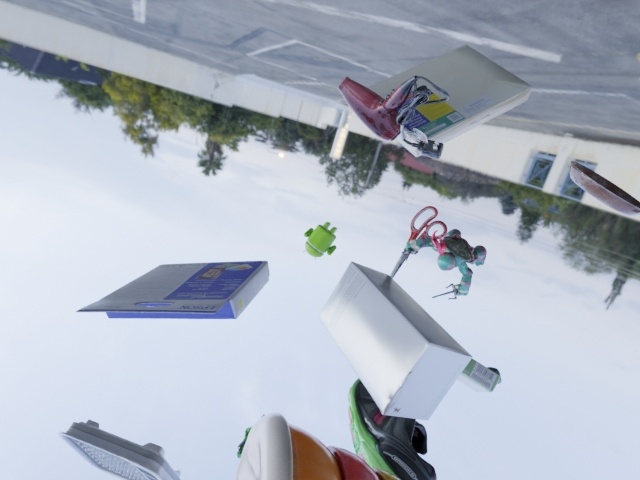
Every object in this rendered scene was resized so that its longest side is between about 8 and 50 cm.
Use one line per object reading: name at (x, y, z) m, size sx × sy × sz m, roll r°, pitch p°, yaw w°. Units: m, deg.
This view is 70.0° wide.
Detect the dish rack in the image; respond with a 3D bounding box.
dish rack at (-0.530, 0.603, 1.263) m, size 0.333 × 0.285 × 0.072 m, roll 11°, pitch -133°, yaw 16°

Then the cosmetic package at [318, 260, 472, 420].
cosmetic package at (0.160, 0.230, 1.115) m, size 0.155 × 0.196 × 0.365 m, roll 22°, pitch -164°, yaw -33°

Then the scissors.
scissors at (0.277, 0.016, 1.452) m, size 0.109 × 0.297 × 0.021 m, roll 50°, pitch -150°, yaw 13°

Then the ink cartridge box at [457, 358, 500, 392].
ink cartridge box at (0.375, 0.356, 1.279) m, size 0.171 × 0.056 × 0.235 m, roll 31°, pitch 162°, yaw 9°

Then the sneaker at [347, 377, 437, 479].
sneaker at (0.198, 0.568, 1.330) m, size 0.203 × 0.185 × 0.482 m, roll -8°, pitch -162°, yaw -6°

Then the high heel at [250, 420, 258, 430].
high heel at (-0.067, 0.549, 1.106) m, size 0.186 × 0.261 × 0.093 m, roll 29°, pitch -118°, yaw 33°

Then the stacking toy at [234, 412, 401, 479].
stacking toy at (0.077, 0.531, 0.851) m, size 0.481 × 0.350 × 0.350 m, roll 13°, pitch -165°, yaw -13°

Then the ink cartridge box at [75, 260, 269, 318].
ink cartridge box at (-0.303, 0.122, 1.015) m, size 0.304 × 0.072 × 0.307 m, roll -1°, pitch -163°, yaw 13°

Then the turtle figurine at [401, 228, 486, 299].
turtle figurine at (0.298, 0.042, 1.048) m, size 0.175 × 0.118 × 0.234 m, roll 54°, pitch -143°, yaw 11°

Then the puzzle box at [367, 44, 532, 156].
puzzle box at (0.347, -0.410, 1.298) m, size 0.409 × 0.052 × 0.272 m, roll -28°, pitch -122°, yaw -16°

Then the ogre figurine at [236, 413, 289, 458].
ogre figurine at (-0.167, 0.621, 1.446) m, size 0.197 × 0.096 × 0.118 m, roll -29°, pitch -158°, yaw -8°

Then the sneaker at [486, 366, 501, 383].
sneaker at (0.526, 0.437, 1.488) m, size 0.135 × 0.052 × 0.058 m, roll 7°, pitch 142°, yaw 53°

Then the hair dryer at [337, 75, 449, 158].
hair dryer at (0.168, -0.321, 1.064) m, size 0.294 × 0.080 × 0.223 m, roll 25°, pitch 152°, yaw 27°

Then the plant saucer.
plant saucer at (0.563, -0.100, 0.908) m, size 0.169 × 0.029 × 0.168 m, roll 23°, pitch -150°, yaw -15°

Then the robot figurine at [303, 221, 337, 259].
robot figurine at (0.000, 0.000, 1.334) m, size 0.101 × 0.115 × 0.067 m, roll 37°, pitch -172°, yaw 6°
